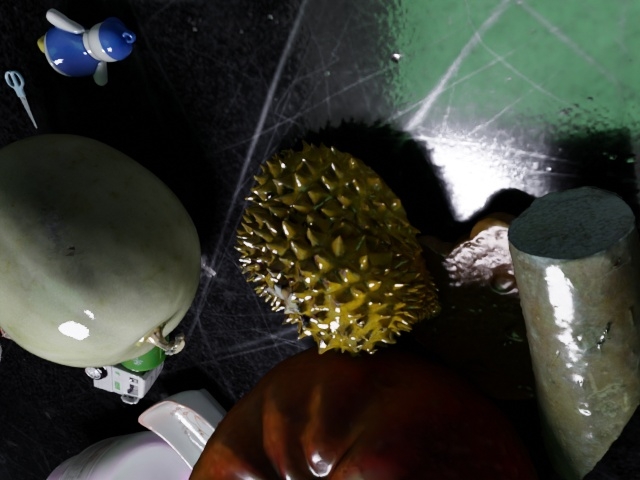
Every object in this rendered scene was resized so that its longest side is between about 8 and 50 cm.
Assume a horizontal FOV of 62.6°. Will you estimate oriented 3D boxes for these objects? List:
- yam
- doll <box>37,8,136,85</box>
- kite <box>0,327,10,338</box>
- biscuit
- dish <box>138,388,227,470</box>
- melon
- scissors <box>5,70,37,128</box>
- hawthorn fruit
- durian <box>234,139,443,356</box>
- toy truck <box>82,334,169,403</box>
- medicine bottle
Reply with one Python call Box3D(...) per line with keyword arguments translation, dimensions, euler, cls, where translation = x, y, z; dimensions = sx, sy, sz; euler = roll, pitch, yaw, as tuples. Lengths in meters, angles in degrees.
Box3D(translation=(0.227, 0.092, 0.452), dimensions=(0.106, 0.106, 0.259), euler=(-5, 117, 32), cls="yam")
Box3D(translation=(-0.268, -0.225, 0.609), dimensions=(0.143, 0.058, 0.099), euler=(0, 141, 29), cls="doll")
Box3D(translation=(-0.641, 0.162, 1.107), dimensions=(0.198, 0.006, 0.244), euler=(46, 131, -4), cls="kite")
Box3D(translation=(0.202, 0.079, 0.552), dimensions=(0.290, 0.041, 0.208), euler=(32, 129, 9), cls="biscuit")
Box3D(translation=(-0.202, 0.349, 0.936), dimensions=(0.151, 0.077, 0.212), euler=(-32, 101, 38), cls="dish")
Box3D(translation=(-0.285, 0.012, 0.649), dimensions=(0.271, 0.271, 0.308), euler=(-24, 85, 38), cls="melon")
Box3D(translation=(-0.420, -0.199, 0.745), dimensions=(0.036, 0.006, 0.083), euler=(7, 123, 28), cls="scissors")
Box3D(translation=(0.064, 0.321, 0.594), dimensions=(0.402, 0.403, 0.403), euler=(15, 126, 21), cls="hawthorn fruit")
Box3D(translation=(-0.008, 0.009, 0.545), dimensions=(0.249, 0.138, 0.183), euler=(38, 147, 33), cls="durian")
Box3D(translation=(-0.305, 0.147, 0.850), dimensions=(0.125, 0.101, 0.243), euler=(17, 125, 4), cls="toy truck")
Box3D(translation=(-0.412, 0.522, 1.059), dimensions=(0.302, 0.241, 0.241), euler=(-24, 106, 38), cls="medicine bottle")
